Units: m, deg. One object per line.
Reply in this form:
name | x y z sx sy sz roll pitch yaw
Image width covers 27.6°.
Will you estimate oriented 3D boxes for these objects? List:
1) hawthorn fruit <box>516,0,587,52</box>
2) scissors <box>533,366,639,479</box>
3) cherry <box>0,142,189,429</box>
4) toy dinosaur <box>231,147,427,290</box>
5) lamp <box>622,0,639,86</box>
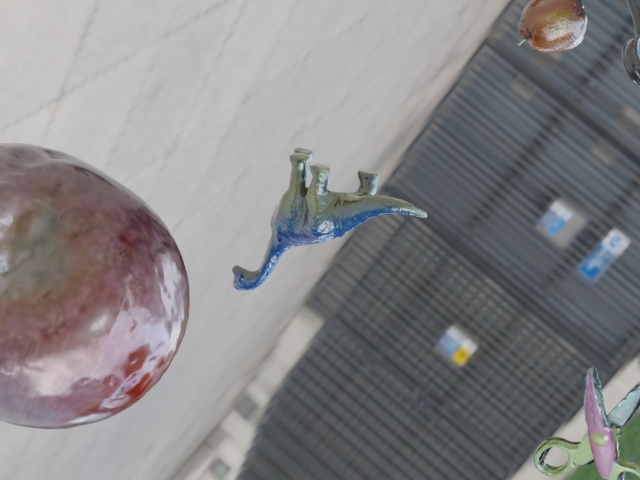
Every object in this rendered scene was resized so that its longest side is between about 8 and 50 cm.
hawthorn fruit | 0.258 -0.242 1.439 0.077 0.077 0.077 -49 173 -8
scissors | 0.294 0.203 1.351 0.187 0.133 0.020 90 22 -43
cherry | -0.218 0.043 0.987 0.239 0.239 0.206 115 -6 -64
toy dinosaur | 0.000 0.000 1.462 0.075 0.248 0.188 -12 115 -52
lamp | 0.364 -0.357 1.710 0.130 0.371 0.108 -4 163 -43
